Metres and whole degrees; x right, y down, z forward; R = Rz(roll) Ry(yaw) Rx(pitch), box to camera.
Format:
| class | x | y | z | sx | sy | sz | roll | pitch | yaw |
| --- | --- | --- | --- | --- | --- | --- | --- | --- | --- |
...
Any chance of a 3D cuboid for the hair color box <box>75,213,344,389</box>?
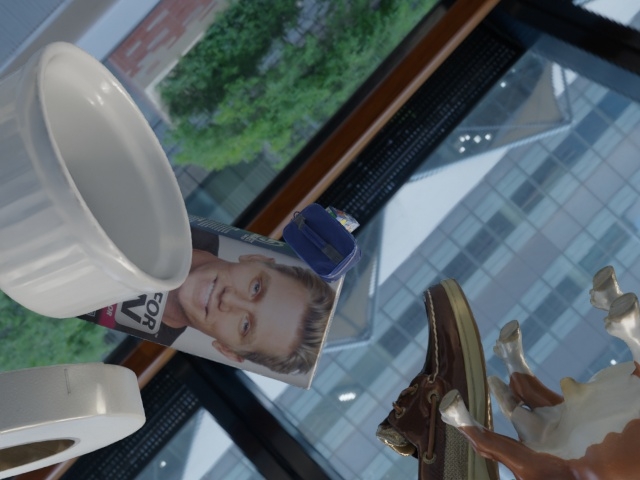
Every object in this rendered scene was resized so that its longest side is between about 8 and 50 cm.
| class | x | y | z | sx | sy | sz | roll | pitch | yaw |
| --- | --- | --- | --- | --- | --- | --- | --- | --- | --- |
| hair color box | -0.152 | 0.066 | 1.020 | 0.105 | 0.348 | 0.173 | -52 | 158 | -82 |

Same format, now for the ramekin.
| class | x | y | z | sx | sy | sz | roll | pitch | yaw |
| --- | --- | --- | --- | --- | --- | --- | --- | --- | --- |
| ramekin | -0.261 | -0.053 | 0.767 | 0.135 | 0.277 | 0.277 | -23 | -175 | 10 |

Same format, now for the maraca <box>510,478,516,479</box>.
| class | x | y | z | sx | sy | sz | roll | pitch | yaw |
| --- | --- | --- | --- | --- | --- | --- | --- | --- | --- |
| maraca | 0.260 | 0.403 | 0.968 | 0.127 | 0.185 | 0.099 | -23 | 146 | -18 |

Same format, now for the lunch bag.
| class | x | y | z | sx | sy | sz | roll | pitch | yaw |
| --- | --- | --- | --- | --- | --- | --- | --- | --- | --- |
| lunch bag | 0.000 | 0.000 | 0.916 | 0.067 | 0.098 | 0.065 | -45 | 165 | -2 |

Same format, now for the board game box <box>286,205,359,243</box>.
| class | x | y | z | sx | sy | sz | roll | pitch | yaw |
| --- | --- | --- | --- | --- | --- | --- | --- | --- | --- |
| board game box | 0.010 | -0.017 | 1.766 | 0.136 | 0.035 | 0.201 | -40 | 165 | 10 |

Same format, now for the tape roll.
| class | x | y | z | sx | sy | sz | roll | pitch | yaw |
| --- | --- | --- | --- | --- | --- | --- | --- | --- | --- |
| tape roll | -0.426 | 0.255 | 0.953 | 0.392 | 0.071 | 0.392 | -15 | 162 | -5 |

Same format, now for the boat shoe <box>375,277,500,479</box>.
| class | x | y | z | sx | sy | sz | roll | pitch | yaw |
| --- | --- | --- | --- | --- | --- | --- | --- | --- | --- |
| boat shoe | 0.119 | 0.199 | 0.780 | 0.123 | 0.123 | 0.341 | 70 | 16 | -61 |

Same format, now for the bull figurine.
| class | x | y | z | sx | sy | sz | roll | pitch | yaw |
| --- | --- | --- | --- | --- | --- | --- | --- | --- | --- |
| bull figurine | 0.236 | 0.116 | 0.519 | 0.310 | 0.188 | 0.101 | -46 | -177 | 43 |
